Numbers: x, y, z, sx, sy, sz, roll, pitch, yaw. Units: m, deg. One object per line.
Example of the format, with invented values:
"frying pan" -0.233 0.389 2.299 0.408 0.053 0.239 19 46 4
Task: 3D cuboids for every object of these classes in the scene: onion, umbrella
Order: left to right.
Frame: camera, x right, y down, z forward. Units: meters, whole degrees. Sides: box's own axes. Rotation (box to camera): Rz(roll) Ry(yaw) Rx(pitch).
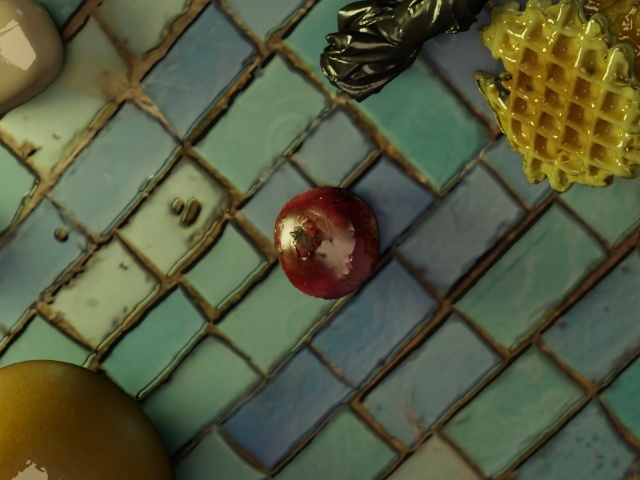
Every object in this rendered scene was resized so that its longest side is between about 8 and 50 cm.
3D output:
"onion" 0.000 0.000 1.757 0.150 0.140 0.150 -1 85 15
"umbrella" 0.139 -0.285 1.653 0.340 0.118 0.118 -28 97 34

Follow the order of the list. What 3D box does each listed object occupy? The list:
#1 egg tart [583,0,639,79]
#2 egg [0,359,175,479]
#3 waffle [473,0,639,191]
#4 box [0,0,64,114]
"egg tart" 0.411 -0.250 1.661 0.241 0.106 0.241 1 99 7
"egg" -0.341 0.320 1.801 0.282 0.282 0.351 -39 94 14
"waffle" 0.292 -0.177 1.644 0.250 0.056 0.261 -16 106 57
"box" -0.438 -0.241 1.799 0.200 0.088 0.146 -25 96 12
